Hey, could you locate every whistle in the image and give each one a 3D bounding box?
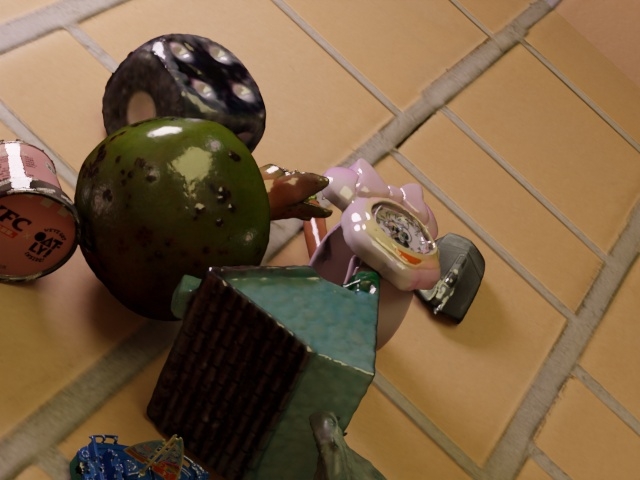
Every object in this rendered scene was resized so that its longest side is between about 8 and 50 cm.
[{"bbox_3d":[0.044,0.350,1.633,0.189,0.189,0.347,-72,142,-55],"label":"whistle"}]

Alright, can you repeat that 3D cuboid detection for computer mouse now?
[{"bbox_3d":[0.223,0.052,2.310,0.126,0.071,0.231,40,34,-2],"label":"computer mouse"}]

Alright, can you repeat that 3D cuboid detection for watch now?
[{"bbox_3d":[0.052,0.035,2.023,0.211,0.217,0.248,26,31,-24],"label":"watch"}]

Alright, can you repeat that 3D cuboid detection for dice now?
[{"bbox_3d":[-0.205,-0.192,2.054,0.183,0.181,0.182,-2,55,-48],"label":"dice"}]

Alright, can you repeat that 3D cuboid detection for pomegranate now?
[{"bbox_3d":[-0.164,-0.055,1.778,0.323,0.291,0.291,-35,76,-10],"label":"pomegranate"}]

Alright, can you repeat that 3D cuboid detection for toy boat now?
[{"bbox_3d":[-0.196,0.264,1.602,0.175,0.110,0.091,14,42,-38],"label":"toy boat"}]

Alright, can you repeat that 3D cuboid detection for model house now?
[{"bbox_3d":[-0.088,0.153,1.711,0.249,0.280,0.230,21,32,-8],"label":"model house"}]

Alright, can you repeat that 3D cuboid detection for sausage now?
[{"bbox_3d":[-0.001,0.001,2.169,0.047,0.040,0.176,18,38,-30],"label":"sausage"}]

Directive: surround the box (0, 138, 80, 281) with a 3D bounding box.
[{"bbox_3d":[-0.390,-0.044,1.733,0.151,0.151,0.135,17,32,-32],"label":"box"}]

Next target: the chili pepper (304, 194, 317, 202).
[{"bbox_3d":[-0.042,-0.089,2.241,0.091,0.030,0.034,34,57,-8],"label":"chili pepper"}]
